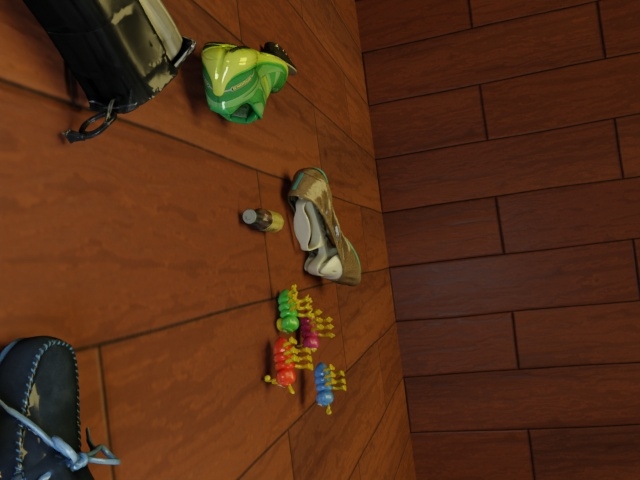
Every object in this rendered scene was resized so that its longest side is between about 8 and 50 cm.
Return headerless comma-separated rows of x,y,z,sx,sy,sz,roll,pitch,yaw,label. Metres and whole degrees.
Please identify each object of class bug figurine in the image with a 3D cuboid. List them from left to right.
-0.032,0.215,1.072,0.279,0.072,0.216,50,29,-55,bug figurine

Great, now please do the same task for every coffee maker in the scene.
-0.220,-0.220,0.519,0.178,0.120,0.171,64,24,-47,coffee maker

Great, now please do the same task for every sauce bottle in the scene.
-0.105,-0.038,0.993,0.128,0.042,0.042,11,72,-71,sauce bottle

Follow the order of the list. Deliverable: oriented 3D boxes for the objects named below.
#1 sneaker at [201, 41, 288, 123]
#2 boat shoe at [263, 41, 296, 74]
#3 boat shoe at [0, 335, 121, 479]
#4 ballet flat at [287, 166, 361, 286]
-0.135,-0.265,0.927,0.295,0.110,0.123,-52,155,-71,sneaker
-0.087,-0.402,1.214,0.133,0.049,0.042,8,83,-69,boat shoe
-0.205,0.203,0.424,0.109,0.089,0.258,29,54,-71,boat shoe
0.000,0.000,1.254,0.124,0.116,0.342,-52,135,-41,ballet flat
